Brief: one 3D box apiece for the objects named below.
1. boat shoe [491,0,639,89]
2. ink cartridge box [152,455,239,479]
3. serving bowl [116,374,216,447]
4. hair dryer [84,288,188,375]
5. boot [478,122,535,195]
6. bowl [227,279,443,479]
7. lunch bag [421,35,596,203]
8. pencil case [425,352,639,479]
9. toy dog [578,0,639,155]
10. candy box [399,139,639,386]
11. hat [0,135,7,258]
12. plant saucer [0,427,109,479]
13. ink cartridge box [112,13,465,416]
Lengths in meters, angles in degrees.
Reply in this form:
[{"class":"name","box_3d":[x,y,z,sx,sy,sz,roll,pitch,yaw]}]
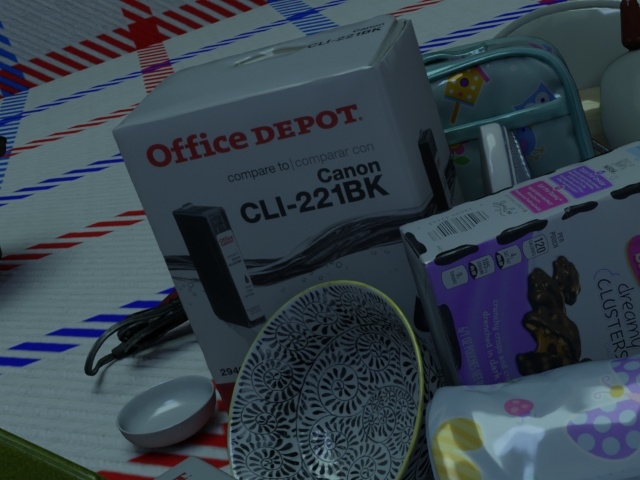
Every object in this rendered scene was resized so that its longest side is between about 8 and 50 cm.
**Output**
[{"class":"boat shoe","box_3d":[0.234,-0.184,1.248,0.319,0.116,0.099,-24,3,42]},{"class":"ink cartridge box","box_3d":[-0.065,0.212,0.607,0.153,0.087,0.208,-30,23,-29]},{"class":"serving bowl","box_3d":[-0.120,0.142,0.913,0.083,0.027,0.083,-16,22,7]},{"class":"hair dryer","box_3d":[-0.095,0.017,1.094,0.223,0.080,0.293,-26,4,31]},{"class":"boot","box_3d":[0.173,0.001,0.817,0.086,0.190,0.069,-14,-3,3]},{"class":"bowl","box_3d":[0.024,0.118,0.740,0.170,0.080,0.170,-21,58,39]},{"class":"lunch bag","box_3d":[0.083,-0.043,0.922,0.279,0.224,0.108,-14,19,13]},{"class":"pencil case","box_3d":[0.191,0.107,0.606,0.273,0.113,0.124,-15,-3,7]},{"class":"toy dog","box_3d":[0.309,-0.118,1.008,0.220,0.161,0.333,-22,21,-7]},{"class":"candy box","box_3d":[0.169,0.040,0.726,0.196,0.165,0.070,-20,21,-3]},{"class":"hat","box_3d":[-0.483,0.019,1.386,0.331,0.134,0.331,-34,14,10]},{"class":"plant saucer","box_3d":[-0.229,0.181,0.735,0.188,0.045,0.188,25,29,2]},{"class":"ink cartridge box","box_3d":[0.000,0.000,0.819,0.197,0.273,0.114,-11,22,21]}]
